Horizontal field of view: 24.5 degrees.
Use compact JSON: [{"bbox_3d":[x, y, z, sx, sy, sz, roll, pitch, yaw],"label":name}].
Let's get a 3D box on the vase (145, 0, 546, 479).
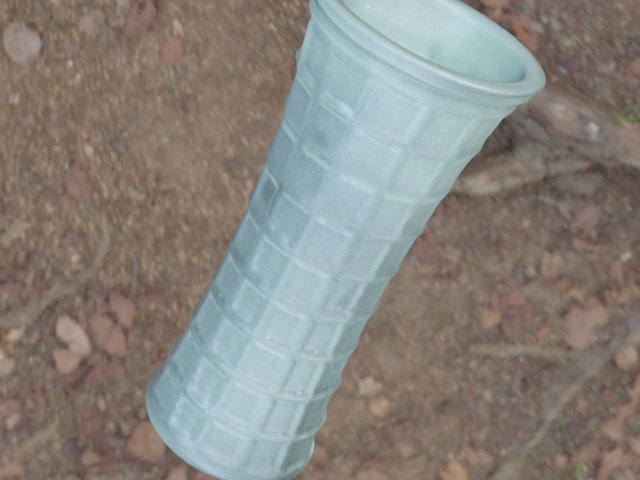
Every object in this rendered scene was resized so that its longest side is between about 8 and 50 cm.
[{"bbox_3d":[0.000,0.000,0.866,0.143,0.143,0.299,16,118,-21],"label":"vase"}]
